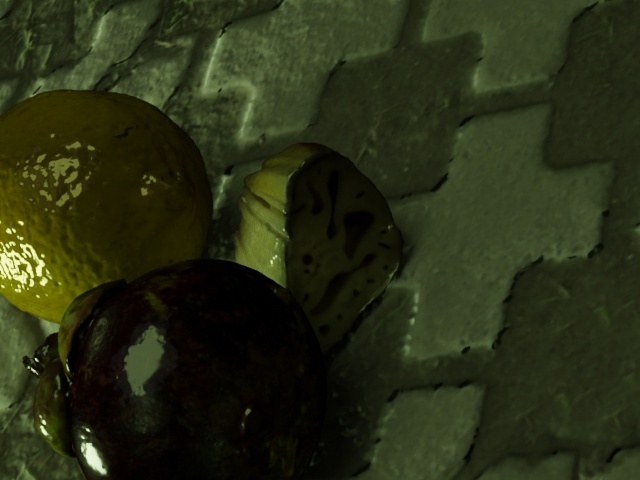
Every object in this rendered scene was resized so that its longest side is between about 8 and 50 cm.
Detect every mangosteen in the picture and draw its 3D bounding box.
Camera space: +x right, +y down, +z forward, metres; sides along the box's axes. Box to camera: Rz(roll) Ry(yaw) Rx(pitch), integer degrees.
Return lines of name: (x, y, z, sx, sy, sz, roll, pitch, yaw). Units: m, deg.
mangosteen: (-0.106, 0.103, 1.326, 0.217, 0.192, 0.192, 11, 64, 36)

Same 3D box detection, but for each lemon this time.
lemon: (-0.186, -0.028, 1.528, 0.256, 0.188, 0.188, 2, 58, 48)

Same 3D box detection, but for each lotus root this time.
lotus root: (-0.004, -0.001, 1.424, 0.135, 0.095, 0.159, -138, 51, -57)
